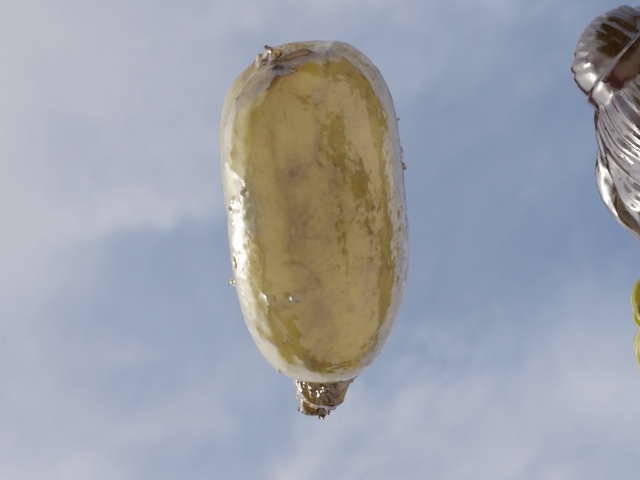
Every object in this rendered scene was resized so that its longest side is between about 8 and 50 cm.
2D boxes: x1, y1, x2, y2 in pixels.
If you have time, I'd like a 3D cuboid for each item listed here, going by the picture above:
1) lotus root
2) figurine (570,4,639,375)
[{"bbox_3d":[0.000,0.000,1.175,0.152,0.169,0.342,-7,-64,0],"label":"lotus root"},{"bbox_3d":[0.246,-0.011,0.855,0.187,0.168,0.315,-25,-32,11],"label":"figurine"}]
